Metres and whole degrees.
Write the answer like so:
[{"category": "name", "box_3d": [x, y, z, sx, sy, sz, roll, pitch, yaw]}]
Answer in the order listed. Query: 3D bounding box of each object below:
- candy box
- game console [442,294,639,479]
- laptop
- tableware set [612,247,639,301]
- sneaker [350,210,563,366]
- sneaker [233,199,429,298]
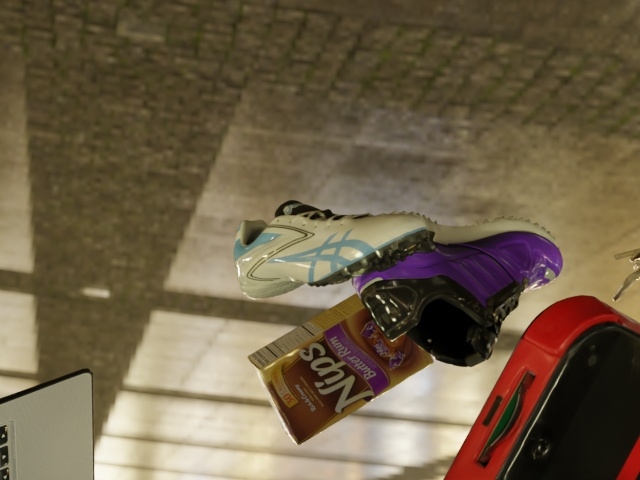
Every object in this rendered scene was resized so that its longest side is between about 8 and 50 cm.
[{"category": "candy box", "box_3d": [0.024, 0.136, 1.696, 0.187, 0.109, 0.053, -30, -158, -11]}, {"category": "game console", "box_3d": [0.251, 0.266, 1.475, 0.342, 0.386, 0.060, 27, -177, -41]}, {"category": "laptop", "box_3d": [-0.304, 0.383, 1.406, 0.236, 0.381, 0.408, 20, -153, 39]}, {"category": "tableware set", "box_3d": [0.323, -0.017, 1.358, 0.128, 0.039, 0.194, -32, 164, -9]}, {"category": "sneaker", "box_3d": [0.146, 0.059, 1.499, 0.293, 0.146, 0.102, 2, 148, -42]}, {"category": "sneaker", "box_3d": [0.000, 0.000, 1.358, 0.085, 0.086, 0.237, -13, 180, -42]}]
